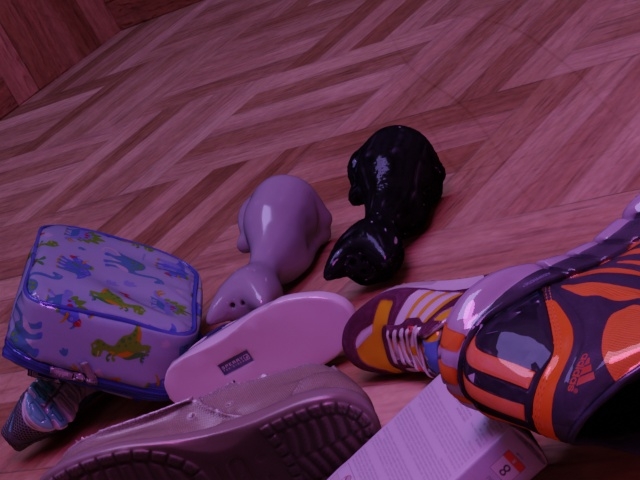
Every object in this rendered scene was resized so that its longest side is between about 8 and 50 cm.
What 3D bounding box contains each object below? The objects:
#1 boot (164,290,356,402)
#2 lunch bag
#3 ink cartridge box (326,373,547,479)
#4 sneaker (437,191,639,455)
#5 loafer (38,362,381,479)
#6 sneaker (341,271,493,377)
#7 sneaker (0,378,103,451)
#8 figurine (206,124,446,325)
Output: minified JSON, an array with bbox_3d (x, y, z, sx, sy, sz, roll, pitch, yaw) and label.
[{"bbox_3d":[-0.044,0.081,1.533,0.190,0.069,0.086,-22,13,24],"label":"boot"},{"bbox_3d":[-0.196,0.067,1.664,0.176,0.090,0.219,14,18,-9],"label":"lunch bag"},{"bbox_3d":[0.061,0.170,1.194,0.179,0.045,0.145,-46,17,6],"label":"ink cartridge box"},{"bbox_3d":[0.246,0.050,1.119,0.321,0.124,0.180,-29,32,-26],"label":"sneaker"},{"bbox_3d":[-0.079,0.162,1.321,0.269,0.102,0.092,-15,18,11],"label":"loafer"},{"bbox_3d":[0.082,0.072,1.355,0.185,0.069,0.084,-18,15,35],"label":"sneaker"},{"bbox_3d":[-0.249,0.145,1.692,0.076,0.065,0.166,-42,-2,30],"label":"sneaker"},{"bbox_3d":[0.000,0.000,1.679,0.215,0.092,0.209,-22,22,25],"label":"figurine"}]
